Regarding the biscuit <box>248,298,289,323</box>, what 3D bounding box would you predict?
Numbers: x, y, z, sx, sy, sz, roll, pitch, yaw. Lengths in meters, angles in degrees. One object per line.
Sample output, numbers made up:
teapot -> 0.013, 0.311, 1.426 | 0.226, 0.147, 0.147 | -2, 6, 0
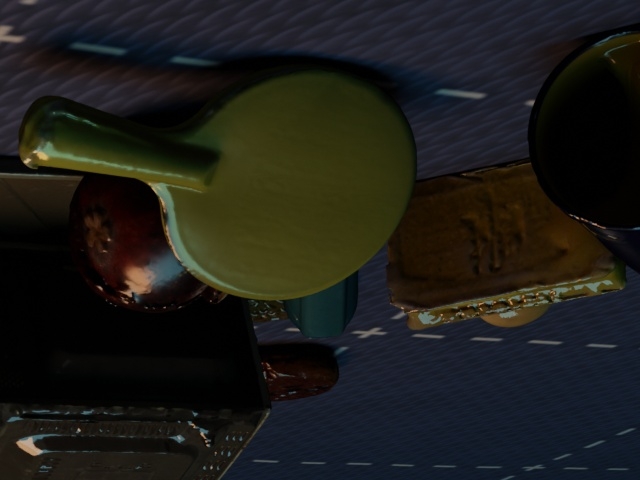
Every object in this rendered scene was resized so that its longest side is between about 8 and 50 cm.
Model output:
biscuit -> -0.038, 0.066, 2.185 | 0.124, 0.026, 0.175 | 13, 154, -41

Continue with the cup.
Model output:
cup -> 0.302, -0.023, 1.654 | 0.178, 0.255, 0.256 | -7, 163, 21

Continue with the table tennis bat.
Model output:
table tennis bat -> -0.083, -0.059, 1.604 | 0.368, 0.054, 0.224 | 10, 114, -30

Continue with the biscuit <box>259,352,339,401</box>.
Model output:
biscuit -> -0.065, 0.178, 2.480 | 0.192, 0.049, 0.192 | -1, 167, 0

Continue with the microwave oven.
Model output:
microwave oven -> -0.267, 0.160, 1.961 | 0.355, 0.218, 0.286 | 5, 145, -28

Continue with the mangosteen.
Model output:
mangosteen -> -0.135, -0.015, 1.720 | 0.180, 0.166, 0.166 | -4, 164, -34

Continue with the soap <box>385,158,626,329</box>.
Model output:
soap -> 0.177, -0.001, 1.869 | 0.233, 0.135, 0.076 | -12, 160, 20

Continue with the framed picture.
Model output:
framed picture -> -0.289, -0.014, 1.892 | 0.240, 0.020, 0.324 | 2, 160, -19

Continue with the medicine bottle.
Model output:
medicine bottle -> 0.000, 0.000, 1.897 | 0.079, 0.124, 0.258 | -1, 150, -1

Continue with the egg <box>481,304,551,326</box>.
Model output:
egg -> 0.220, 0.058, 2.142 | 0.096, 0.080, 0.080 | 3, 160, -26
